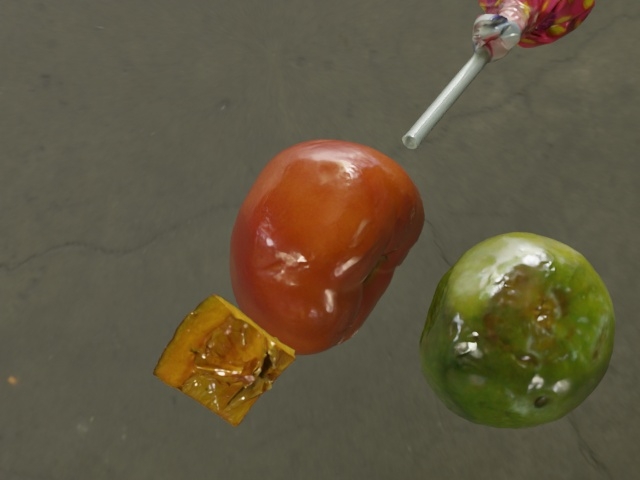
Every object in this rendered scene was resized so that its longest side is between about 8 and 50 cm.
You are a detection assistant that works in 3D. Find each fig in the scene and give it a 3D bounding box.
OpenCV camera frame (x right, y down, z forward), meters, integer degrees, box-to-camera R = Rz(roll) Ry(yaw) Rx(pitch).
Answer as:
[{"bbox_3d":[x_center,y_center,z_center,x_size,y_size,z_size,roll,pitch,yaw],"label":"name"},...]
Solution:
[{"bbox_3d":[0.167,0.094,1.092,0.167,0.233,0.167,-6,56,9],"label":"fig"}]

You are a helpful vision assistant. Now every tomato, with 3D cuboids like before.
[{"bbox_3d":[-0.002,0.004,1.438,0.180,0.260,0.259,28,97,17],"label":"tomato"}]

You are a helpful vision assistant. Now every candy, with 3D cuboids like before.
[{"bbox_3d":[0.165,-0.192,1.256,0.124,0.365,0.124,21,135,22],"label":"candy"}]

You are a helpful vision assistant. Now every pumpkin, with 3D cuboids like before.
[{"bbox_3d":[-0.060,0.087,0.854,0.073,0.035,0.101,-45,132,10],"label":"pumpkin"}]
